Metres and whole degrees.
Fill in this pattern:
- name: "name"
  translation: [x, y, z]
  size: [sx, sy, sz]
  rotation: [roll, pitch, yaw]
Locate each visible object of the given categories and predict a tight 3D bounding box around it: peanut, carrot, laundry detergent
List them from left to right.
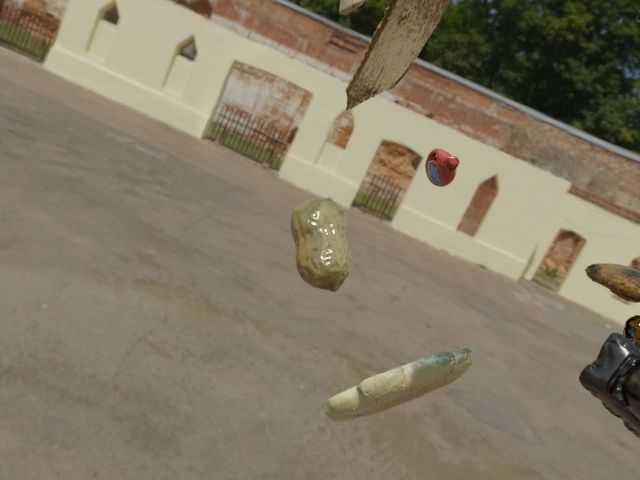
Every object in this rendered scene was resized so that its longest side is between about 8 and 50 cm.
- name: "peanut"
  translation: [-0.007, -0.007, 1.433]
  size: [0.159, 0.143, 0.291]
  rotation: [35, 34, -31]
- name: "laundry detergent"
  translation: [0.307, -0.188, 1.429]
  size: [0.165, 0.049, 0.097]
  rotation: [136, -69, -84]
- name: "carrot"
  translation: [0.658, 0.239, 1.178]
  size: [0.069, 0.069, 0.228]
  rotation: [26, 41, 12]

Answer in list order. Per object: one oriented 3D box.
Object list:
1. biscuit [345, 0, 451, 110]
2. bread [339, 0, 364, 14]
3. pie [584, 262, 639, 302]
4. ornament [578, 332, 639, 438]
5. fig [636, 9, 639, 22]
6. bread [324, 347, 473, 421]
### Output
- name: "biscuit"
  translation: [0.127, -0.312, 0.894]
  size: [0.013, 0.237, 0.232]
  rotation: [42, 44, 11]
- name: "bread"
  translation: [0.108, -0.587, 1.340]
  size: [0.105, 0.152, 0.077]
  rotation: [16, -14, -37]
- name: "pie"
  translation: [0.751, 0.099, 1.308]
  size: [0.274, 0.069, 0.273]
  rotation: [1, 10, 0]
- name: "ornament"
  translation: [0.520, 0.267, 0.793]
  size: [0.251, 0.106, 0.260]
  rotation: [38, 4, -25]
- name: "fig"
  translation: [0.644, -0.478, 1.000]
  size: [0.203, 0.203, 0.235]
  rotation: [22, -9, -14]
- name: "bread"
  translation: [0.156, 0.288, 1.120]
  size: [0.316, 0.316, 0.054]
  rotation: [12, 51, -53]
